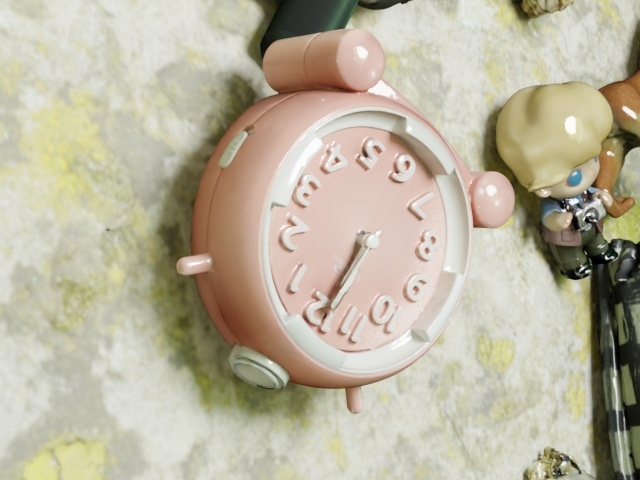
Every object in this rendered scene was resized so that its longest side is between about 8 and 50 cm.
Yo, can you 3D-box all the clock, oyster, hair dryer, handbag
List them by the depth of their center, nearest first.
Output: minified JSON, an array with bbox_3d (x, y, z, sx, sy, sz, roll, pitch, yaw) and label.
[{"bbox_3d":[0.000,0.000,0.941,0.227,0.142,0.241,41,66,-31],"label":"clock"},{"bbox_3d":[-0.057,-0.218,0.982,0.197,0.057,0.100,40,56,-22],"label":"hair dryer"},{"bbox_3d":[0.241,0.276,1.172,0.108,0.053,0.166,-1,91,-18],"label":"oyster"},{"bbox_3d":[0.425,0.158,1.303,0.325,0.162,0.327,10,70,-45],"label":"handbag"}]

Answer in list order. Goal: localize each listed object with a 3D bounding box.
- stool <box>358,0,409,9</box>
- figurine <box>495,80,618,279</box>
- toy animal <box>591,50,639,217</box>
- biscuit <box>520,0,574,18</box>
[{"bbox_3d":[0.099,-0.303,1.053,0.139,0.153,0.228,49,56,-52],"label":"stool"},{"bbox_3d":[0.234,-0.056,1.198,0.114,0.108,0.196,-25,109,-19],"label":"figurine"},{"bbox_3d":[0.354,-0.147,1.348,0.312,0.097,0.157,-37,96,-39],"label":"toy animal"},{"bbox_3d":[0.206,-0.303,1.234,0.082,0.070,0.168,-42,114,-36],"label":"biscuit"}]
